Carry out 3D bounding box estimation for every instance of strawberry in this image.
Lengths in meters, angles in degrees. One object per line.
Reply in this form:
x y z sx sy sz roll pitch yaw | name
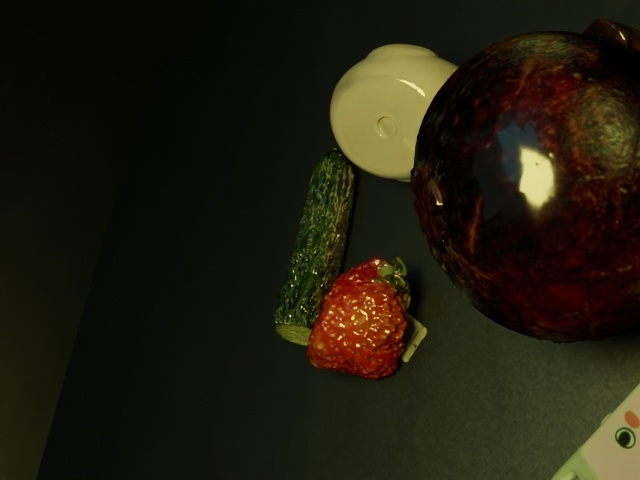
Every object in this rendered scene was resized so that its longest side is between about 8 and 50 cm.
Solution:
0.036 0.125 1.124 0.175 0.106 0.236 57 134 44 | strawberry

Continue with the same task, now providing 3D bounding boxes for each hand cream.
0.101 0.113 1.151 0.057 0.037 0.165 -59 35 10 | hand cream

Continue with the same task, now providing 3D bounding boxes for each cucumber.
0.000 0.000 1.353 0.096 0.096 0.359 -25 44 51 | cucumber

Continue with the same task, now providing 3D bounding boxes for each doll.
0.137 -0.206 1.216 0.251 0.221 0.221 -1 65 36 | doll

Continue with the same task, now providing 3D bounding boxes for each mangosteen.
0.246 -0.055 0.765 0.330 0.330 0.330 -41 35 38 | mangosteen

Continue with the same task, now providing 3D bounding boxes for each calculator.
0.300 0.206 0.700 0.246 0.045 0.141 -55 28 20 | calculator
